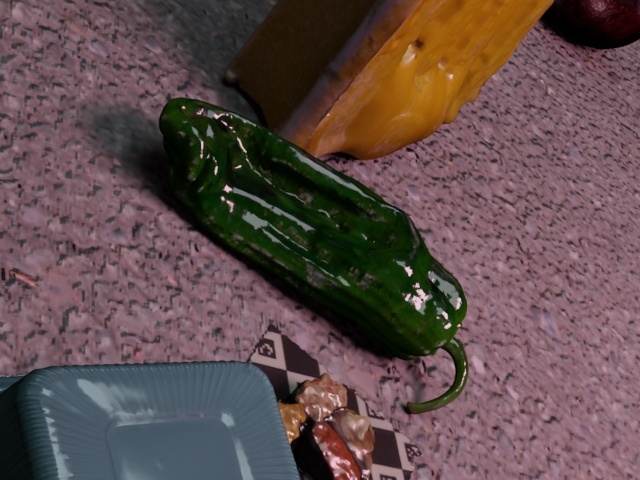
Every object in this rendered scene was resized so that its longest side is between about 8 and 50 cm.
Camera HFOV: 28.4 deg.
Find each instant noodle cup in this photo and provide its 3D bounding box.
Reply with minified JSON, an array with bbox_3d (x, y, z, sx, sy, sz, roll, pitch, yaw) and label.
[{"bbox_3d":[-0.079,0.121,0.592,0.179,0.070,0.157,2,56,-37],"label":"instant noodle cup"}]

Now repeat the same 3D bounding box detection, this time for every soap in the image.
[{"bbox_3d":[0.090,-0.194,0.884,0.143,0.281,0.259,51,37,10],"label":"soap"}]

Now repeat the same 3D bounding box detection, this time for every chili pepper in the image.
[{"bbox_3d":[0.001,0.000,0.798,0.257,0.074,0.100,34,41,-9],"label":"chili pepper"}]

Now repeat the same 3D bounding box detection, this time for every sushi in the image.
[{"bbox_3d":[0.005,0.114,0.727,0.126,0.026,0.120,42,36,-7],"label":"sushi"}]

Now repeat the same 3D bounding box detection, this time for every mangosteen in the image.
[{"bbox_3d":[0.292,-0.268,1.259,0.152,0.152,0.152,26,41,-25],"label":"mangosteen"}]
